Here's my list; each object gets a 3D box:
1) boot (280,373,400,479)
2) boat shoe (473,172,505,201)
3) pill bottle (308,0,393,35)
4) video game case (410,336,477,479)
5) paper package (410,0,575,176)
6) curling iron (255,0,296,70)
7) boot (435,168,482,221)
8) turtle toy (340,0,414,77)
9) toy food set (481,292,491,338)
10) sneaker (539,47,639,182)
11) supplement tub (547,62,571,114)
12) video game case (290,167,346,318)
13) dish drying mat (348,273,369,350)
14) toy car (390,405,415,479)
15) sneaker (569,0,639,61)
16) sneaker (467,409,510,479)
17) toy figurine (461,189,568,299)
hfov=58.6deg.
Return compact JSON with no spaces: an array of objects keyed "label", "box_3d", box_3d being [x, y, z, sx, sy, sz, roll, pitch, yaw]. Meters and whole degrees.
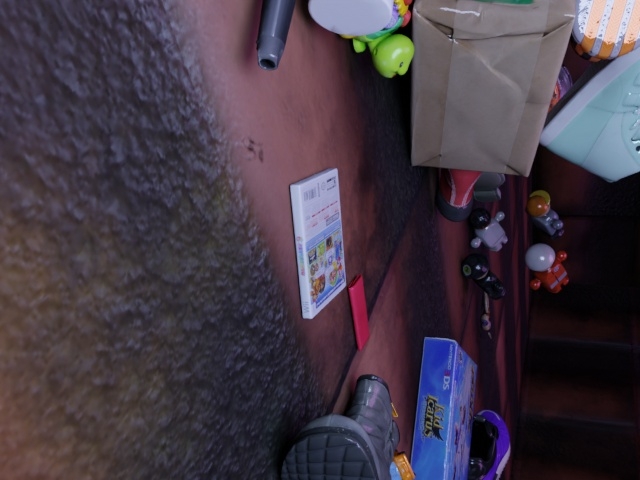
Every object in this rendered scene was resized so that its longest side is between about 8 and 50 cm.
[{"label":"boot","box_3d":[0.032,0.196,0.560,0.161,0.084,0.246,-73,158,-45]},{"label":"boat shoe","box_3d":[0.364,-0.146,1.257,0.228,0.081,0.068,38,55,-70]},{"label":"pill bottle","box_3d":[0.034,-0.267,0.480,0.094,0.094,0.169,30,65,-63]},{"label":"video game case","box_3d":[0.219,0.326,0.990,0.244,0.061,0.269,44,52,-60]},{"label":"paper package","box_3d":[0.224,-0.296,0.759,0.309,0.168,0.324,72,29,-60]},{"label":"curling iron","box_3d":[-0.026,-0.250,0.421,0.068,0.035,0.273,28,66,-59]},{"label":"boot","box_3d":[0.236,-0.156,0.981,0.176,0.089,0.244,87,12,-49]},{"label":"turtle toy","box_3d":[0.060,-0.231,0.576,0.095,0.066,0.130,-43,130,-58]},{"label":"toy food set","box_3d":[0.449,0.202,1.549,0.078,0.019,0.122,45,44,-59]},{"label":"sneaker","box_3d":[0.415,-0.183,0.724,0.094,0.151,0.256,-56,180,-40]},{"label":"supplement tub","box_3d":[0.459,-0.327,1.293,0.338,0.207,0.206,-34,122,-60]},{"label":"video game case","box_3d":[0.000,0.000,0.530,0.087,0.011,0.121,-35,124,-61]},{"label":"dish drying mat","box_3d":[0.043,0.081,0.638,0.032,0.008,0.083,-49,137,-53]},{"label":"toy car","box_3d":[0.081,0.258,0.728,0.041,0.060,0.121,-22,99,-17]},{"label":"sneaker","box_3d":[0.343,-0.372,0.649,0.180,0.125,0.320,-59,164,-68]},{"label":"sneaker","box_3d":[0.363,0.441,1.271,0.293,0.102,0.146,-39,126,-59]},{"label":"toy figurine","box_3d":[0.421,0.012,1.242,0.148,0.213,0.209,41,51,-41]}]
